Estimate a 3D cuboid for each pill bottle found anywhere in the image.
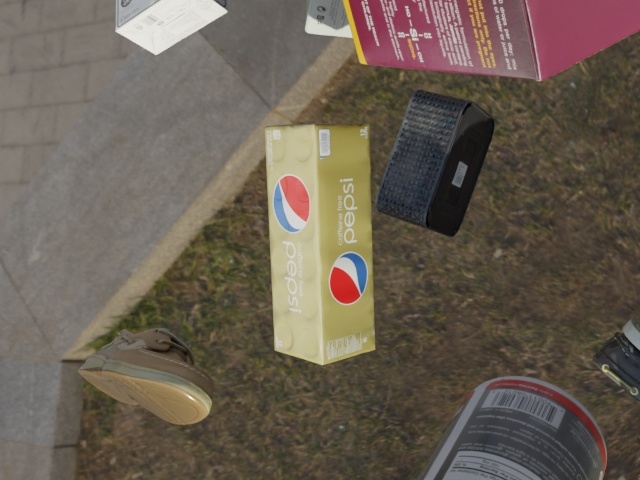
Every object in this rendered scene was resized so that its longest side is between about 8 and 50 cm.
[{"bbox_3d":[0.211,0.346,0.930,0.210,0.363,0.210,15,122,26],"label":"pill bottle"}]

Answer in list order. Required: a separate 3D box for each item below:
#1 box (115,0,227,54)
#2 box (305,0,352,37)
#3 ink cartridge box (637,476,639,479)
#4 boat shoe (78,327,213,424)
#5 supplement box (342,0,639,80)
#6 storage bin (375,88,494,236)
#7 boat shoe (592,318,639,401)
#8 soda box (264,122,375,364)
[{"bbox_3d":[-0.242,-0.468,1.215,0.169,0.087,0.290,-21,64,31],"label":"box"},{"bbox_3d":[0.039,-0.273,0.781,0.102,0.101,0.087,5,71,-5],"label":"box"},{"bbox_3d":[0.365,0.237,0.719,0.092,0.143,0.090,33,99,20],"label":"ink cartridge box"},{"bbox_3d":[-0.239,0.172,1.066,0.341,0.121,0.110,-3,46,53],"label":"boat shoe"},{"bbox_3d":[0.102,-0.160,0.474,0.104,0.081,0.188,-28,26,-19],"label":"supplement box"},{"bbox_3d":[0.163,-0.106,1.060,0.084,0.122,0.180,20,93,32],"label":"storage bin"},{"bbox_3d":[0.399,0.188,0.816,0.228,0.081,0.068,47,113,15],"label":"boat shoe"},{"bbox_3d":[0.000,0.000,0.591,0.061,0.058,0.181,7,102,48],"label":"soda box"}]
